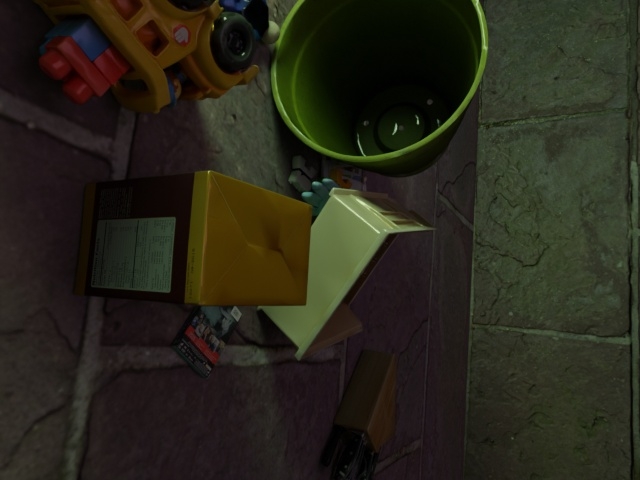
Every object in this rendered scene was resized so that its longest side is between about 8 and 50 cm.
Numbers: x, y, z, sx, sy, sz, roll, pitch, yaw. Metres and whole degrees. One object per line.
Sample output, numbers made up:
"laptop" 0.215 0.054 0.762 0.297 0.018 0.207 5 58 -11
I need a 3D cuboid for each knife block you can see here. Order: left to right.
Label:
"knife block" 0.091 0.406 1.076 0.242 0.088 0.276 10 82 -60

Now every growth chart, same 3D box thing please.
"growth chart" 0.059 -0.112 1.086 0.237 0.021 0.172 14 78 -59

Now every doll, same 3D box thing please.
"doll" -0.121 -0.381 0.744 0.189 0.046 0.129 29 66 -56

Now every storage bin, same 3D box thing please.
"storage bin" 0.057 0.051 0.848 0.260 0.123 0.262 -4 131 -59

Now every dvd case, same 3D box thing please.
"dvd case" -0.166 0.133 0.704 0.119 0.013 0.087 -63 141 -36

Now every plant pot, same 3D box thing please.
"plant pot" 0.137 -0.283 0.944 0.353 0.366 0.366 26 67 -70

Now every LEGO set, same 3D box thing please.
"LEGO set" 0.028 -0.069 0.942 0.227 0.087 0.093 40 60 -43

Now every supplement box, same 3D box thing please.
"supplement box" -0.143 0.008 0.560 0.191 0.194 0.129 13 79 -59

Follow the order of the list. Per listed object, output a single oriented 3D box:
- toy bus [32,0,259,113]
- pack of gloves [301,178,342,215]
"toy bus" -0.201 -0.219 0.527 0.211 0.149 0.220 -60 144 -20
"pack of gloves" 0.000 0.000 0.857 0.195 0.046 0.232 -51 147 5
